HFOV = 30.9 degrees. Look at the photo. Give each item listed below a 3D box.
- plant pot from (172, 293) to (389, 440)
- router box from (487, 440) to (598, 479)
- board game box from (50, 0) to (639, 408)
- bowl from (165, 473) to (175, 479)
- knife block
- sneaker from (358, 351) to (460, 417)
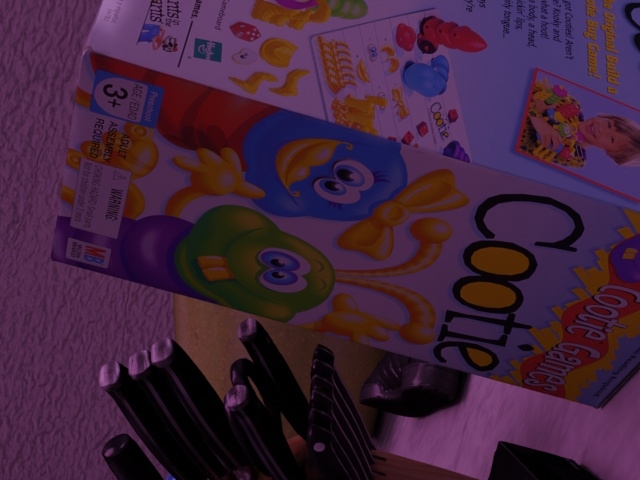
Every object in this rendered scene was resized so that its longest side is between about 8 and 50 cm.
[{"bbox_3d":[-0.030,0.051,1.062,0.276,0.276,0.254,170,104,-82],"label":"plant pot"},{"bbox_3d":[0.097,0.172,0.487,0.179,0.046,0.133,-138,64,-83],"label":"router box"},{"bbox_3d":[0.033,-0.045,0.541,0.142,0.275,0.144,114,169,-50],"label":"board game box"},{"bbox_3d":[-0.149,0.338,1.233,0.391,0.077,0.391,-61,-5,-10],"label":"bowl"},{"bbox_3d":[-0.033,0.185,0.679,0.088,0.242,0.276,-84,12,-60],"label":"knife block"},{"bbox_3d":[0.078,0.078,0.862,0.170,0.051,0.089,140,146,-69],"label":"sneaker"}]
